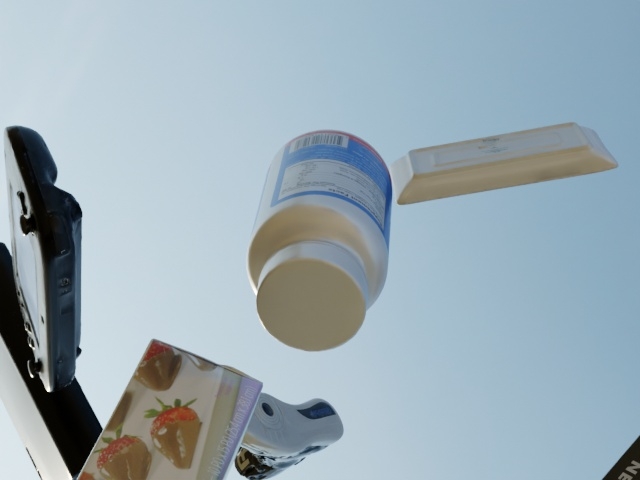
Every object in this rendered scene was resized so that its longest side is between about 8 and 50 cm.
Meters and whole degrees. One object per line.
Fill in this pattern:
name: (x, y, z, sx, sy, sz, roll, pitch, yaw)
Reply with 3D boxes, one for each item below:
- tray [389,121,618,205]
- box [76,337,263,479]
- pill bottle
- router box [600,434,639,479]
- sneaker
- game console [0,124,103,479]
tray: (0.221, -0.103, 1.526, 0.270, 0.145, 0.030, -10, -68, 3)
box: (-0.110, 0.186, 0.524, 0.063, 0.324, 0.067, 22, -43, 2)
pill bottle: (0.000, 0.000, 1.083, 0.124, 0.124, 0.221, -57, -169, 29)
router box: (0.399, 0.226, 1.080, 0.243, 0.309, 0.081, 25, -26, 48)
sneaker: (-0.072, 0.242, 1.436, 0.121, 0.217, 0.079, -38, -116, 22)
game console: (-0.208, 0.053, 0.883, 0.213, 0.044, 0.361, 55, -29, 27)
